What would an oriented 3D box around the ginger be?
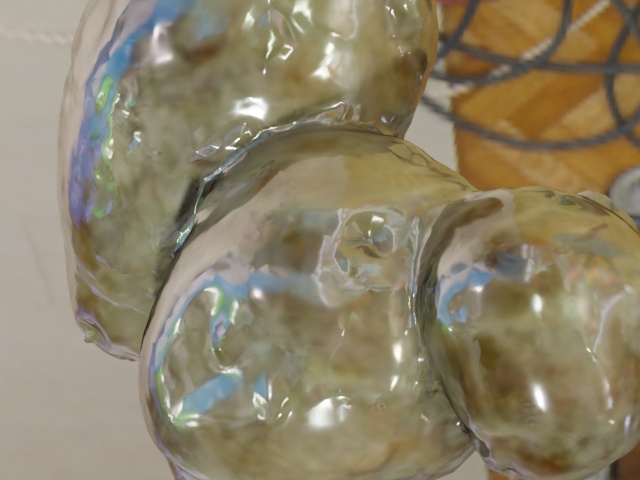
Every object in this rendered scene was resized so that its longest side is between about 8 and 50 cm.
[{"bbox_3d":[0.000,0.000,0.702,0.155,0.304,0.244,14,123,-50],"label":"ginger"}]
